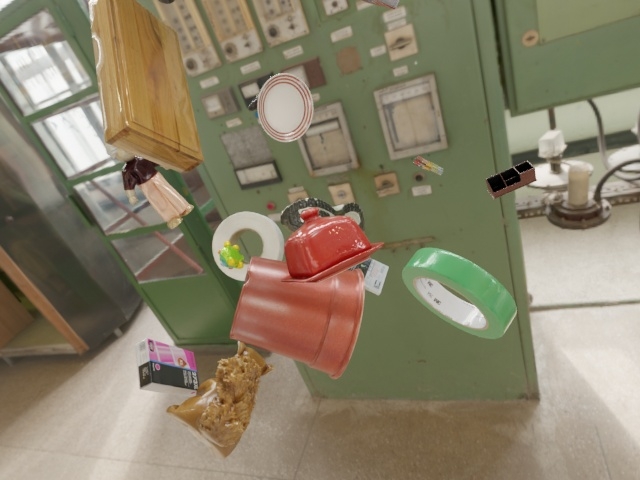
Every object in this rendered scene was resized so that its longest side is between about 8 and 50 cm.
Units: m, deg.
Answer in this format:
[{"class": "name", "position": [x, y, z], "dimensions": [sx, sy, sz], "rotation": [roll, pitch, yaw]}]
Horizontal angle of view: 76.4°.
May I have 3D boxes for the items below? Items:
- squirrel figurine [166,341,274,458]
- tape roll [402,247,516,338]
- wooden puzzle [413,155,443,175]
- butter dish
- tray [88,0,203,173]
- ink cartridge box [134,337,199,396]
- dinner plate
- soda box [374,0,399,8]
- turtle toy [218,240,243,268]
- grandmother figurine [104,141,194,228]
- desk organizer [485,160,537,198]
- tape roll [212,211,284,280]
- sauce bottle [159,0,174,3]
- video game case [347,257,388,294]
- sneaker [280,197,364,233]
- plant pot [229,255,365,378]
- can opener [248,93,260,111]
[{"class": "squirrel figurine", "position": [-0.317, 0.561, 1.514], "dimensions": [0.370, 0.281, 0.397], "rotation": [-50, 6, -38]}, {"class": "tape roll", "position": [0.389, 0.154, 1.173], "dimensions": [0.077, 0.321, 0.321], "rotation": [-51, 35, -16]}, {"class": "wooden puzzle", "position": [0.183, -0.126, 0.684], "dimensions": [0.050, 0.006, 0.083], "rotation": [28, 25, 8]}, {"class": "butter dish", "position": [0.000, 0.000, 0.706], "dimensions": [0.160, 0.118, 0.160], "rotation": [-23, 4, -22]}, {"class": "tray", "position": [-0.397, -0.371, 0.932], "dimensions": [0.076, 0.410, 0.203], "rotation": [-26, -22, 23]}, {"class": "ink cartridge box", "position": [-0.573, 0.515, 1.610], "dimensions": [0.069, 0.371, 0.175], "rotation": [-27, 58, 6]}, {"class": "dinner plate", "position": [-0.076, -0.284, 0.877], "dimensions": [0.141, 0.141, 0.017], "rotation": [-35, 33, -24]}, {"class": "soda box", "position": [0.198, -0.895, 1.442], "dimensions": [0.084, 0.092, 0.263], "rotation": [13, 28, -29]}, {"class": "turtle toy", "position": [-0.318, 0.065, 1.458], "dimensions": [0.066, 0.130, 0.095], "rotation": [-27, 63, 16]}, {"class": "grandmother figurine", "position": [-0.572, -0.211, 1.358], "dimensions": [0.104, 0.342, 0.207], "rotation": [-16, 35, 30]}, {"class": "desk organizer", "position": [0.562, -0.179, 1.202], "dimensions": [0.130, 0.050, 0.047], "rotation": [-24, 39, 11]}, {"class": "tape roll", "position": [-0.295, 0.026, 1.686], "dimensions": [0.287, 0.285, 0.100], "rotation": [-19, -4, 5]}, {"class": "sauce bottle", "position": [-0.457, -0.851, 1.177], "dimensions": [0.111, 0.111, 0.344], "rotation": [-35, -6, -25]}, {"class": "video game case", "position": [0.178, 0.125, 1.640], "dimensions": [0.173, 0.022, 0.190], "rotation": [26, 34, 5]}, {"class": "sneaker", "position": [-0.010, -0.052, 1.509], "dimensions": [0.182, 0.157, 0.411], "rotation": [-20, -14, 40]}, {"class": "plant pot", "position": [-0.065, 0.167, 0.983], "dimensions": [0.266, 0.272, 0.272], "rotation": [15, 28, -7]}, {"class": "can opener", "position": [-0.134, -0.429, 1.210], "dimensions": [0.186, 0.059, 0.073], "rotation": [-16, 38, 37]}]
